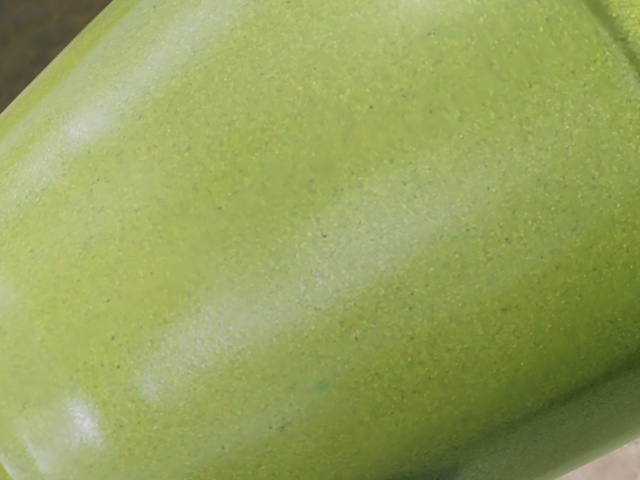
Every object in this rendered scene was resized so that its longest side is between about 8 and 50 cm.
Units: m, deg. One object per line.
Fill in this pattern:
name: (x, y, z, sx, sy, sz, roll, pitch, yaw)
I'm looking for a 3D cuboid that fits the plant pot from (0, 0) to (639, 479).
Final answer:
plant pot: (0.000, 0.000, 0.567, 0.353, 0.366, 0.366, -34, 52, -10)
